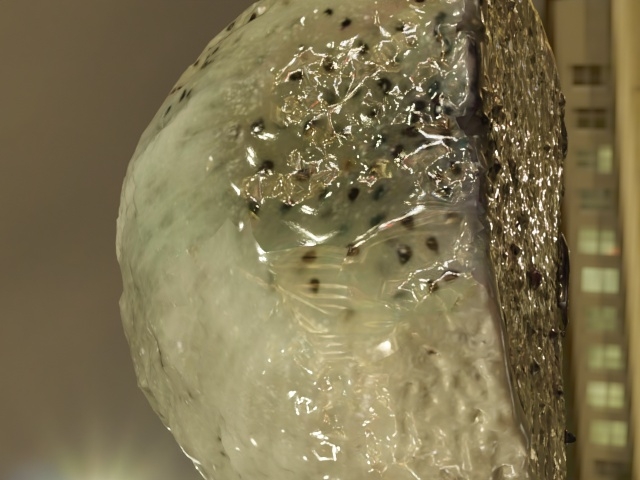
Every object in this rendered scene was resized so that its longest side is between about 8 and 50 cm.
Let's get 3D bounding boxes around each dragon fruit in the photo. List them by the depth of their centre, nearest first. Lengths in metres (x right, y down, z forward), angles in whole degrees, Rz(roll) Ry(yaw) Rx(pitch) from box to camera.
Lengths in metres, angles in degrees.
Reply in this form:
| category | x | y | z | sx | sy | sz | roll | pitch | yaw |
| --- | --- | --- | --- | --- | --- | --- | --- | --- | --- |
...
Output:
| category | x | y | z | sx | sy | sz | roll | pitch | yaw |
| --- | --- | --- | --- | --- | --- | --- | --- | --- | --- |
| dragon fruit | 0.000 | 0.000 | 0.816 | 0.221 | 0.204 | 0.283 | 57 | -149 | -61 |
